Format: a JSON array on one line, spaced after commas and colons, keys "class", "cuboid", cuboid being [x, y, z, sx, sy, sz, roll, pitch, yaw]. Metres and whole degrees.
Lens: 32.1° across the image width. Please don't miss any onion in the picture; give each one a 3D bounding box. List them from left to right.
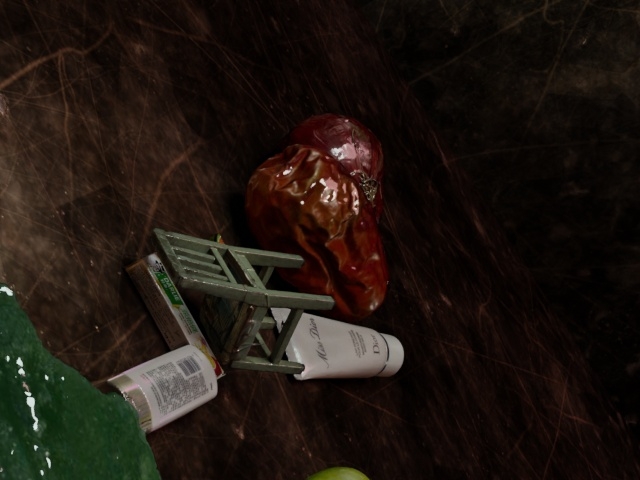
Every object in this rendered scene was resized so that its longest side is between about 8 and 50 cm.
[{"class": "onion", "cuboid": [0.025, -0.113, 2.177, 0.221, 0.281, 0.281, -32, 93, -25]}]

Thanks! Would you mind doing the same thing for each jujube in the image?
[{"class": "jujube", "cuboid": [0.000, 0.000, 1.999, 0.342, 0.216, 0.216, 58, 20, -29]}]

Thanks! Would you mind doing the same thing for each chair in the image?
[{"class": "chair", "cuboid": [-0.135, 0.095, 1.631, 0.270, 0.147, 0.136, 9, 27, -35]}]

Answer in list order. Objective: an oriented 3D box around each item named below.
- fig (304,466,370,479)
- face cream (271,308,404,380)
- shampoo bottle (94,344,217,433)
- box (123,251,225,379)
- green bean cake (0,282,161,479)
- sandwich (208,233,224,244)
[{"class": "fig", "cuboid": [-0.003, 0.450, 1.404, 0.233, 0.233, 0.314, 34, 38, -49]}, {"class": "face cream", "cuboid": [0.030, 0.196, 1.995, 0.314, 0.089, 0.143, 12, 51, -49]}, {"class": "shampoo bottle", "cuboid": [-0.213, 0.199, 1.462, 0.086, 0.056, 0.227, 62, 21, 4]}, {"class": "box", "cuboid": [-0.208, 0.116, 1.598, 0.207, 0.041, 0.050, 60, 24, -1]}, {"class": "green bean cake", "cuboid": [-0.316, 0.198, 1.091, 0.308, 0.169, 0.300, 12, 54, -64]}, {"class": "sandwich", "cuboid": [-0.159, 0.042, 1.821, 0.101, 0.026, 0.069, 60, 17, -11]}]
